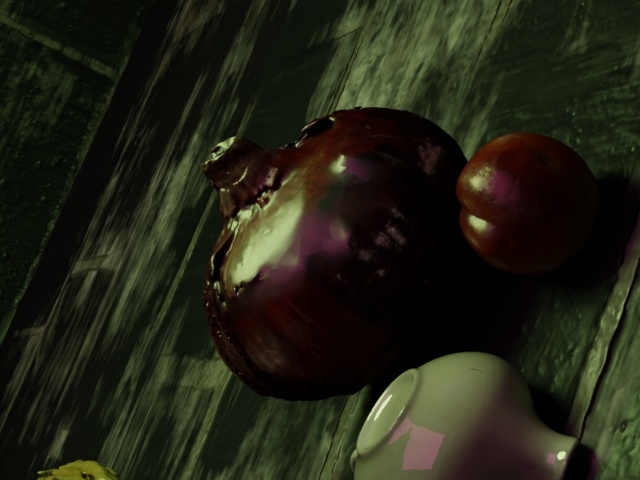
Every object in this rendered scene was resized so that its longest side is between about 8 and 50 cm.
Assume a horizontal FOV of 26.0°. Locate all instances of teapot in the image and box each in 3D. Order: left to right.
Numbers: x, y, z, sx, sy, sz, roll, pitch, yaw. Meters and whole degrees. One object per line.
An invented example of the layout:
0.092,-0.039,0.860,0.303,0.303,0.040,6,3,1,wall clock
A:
0.074,0.139,0.915,0.145,0.092,0.226,-56,10,-25,teapot

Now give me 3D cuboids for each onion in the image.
0.000,0.000,1.080,0.252,0.219,0.252,-47,19,21,onion

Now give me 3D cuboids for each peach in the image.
0.142,-0.026,0.943,0.101,0.100,0.101,-51,23,32,peach

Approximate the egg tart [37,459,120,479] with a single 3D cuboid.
-0.240,0.395,1.269,0.388,0.169,0.388,-46,29,35,egg tart
